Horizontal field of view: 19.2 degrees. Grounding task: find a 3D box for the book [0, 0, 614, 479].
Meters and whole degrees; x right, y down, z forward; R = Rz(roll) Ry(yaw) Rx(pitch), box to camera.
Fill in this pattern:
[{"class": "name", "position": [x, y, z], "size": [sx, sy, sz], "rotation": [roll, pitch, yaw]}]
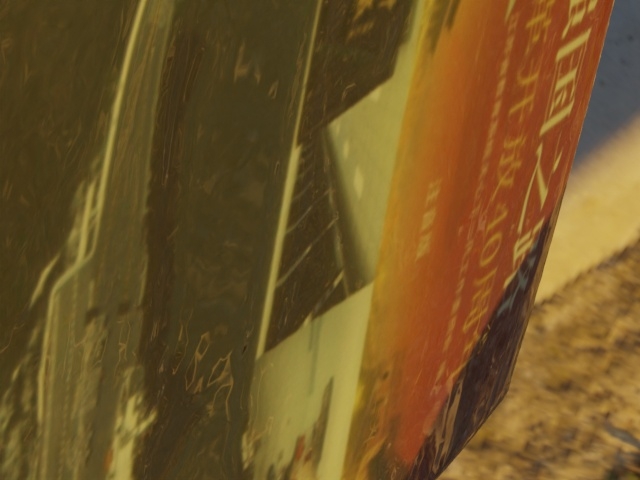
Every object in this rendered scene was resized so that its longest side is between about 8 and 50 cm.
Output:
[{"class": "book", "position": [0.000, 0.000, 0.518], "size": [0.028, 0.374, 0.262], "rotation": [21, 118, 22]}]
